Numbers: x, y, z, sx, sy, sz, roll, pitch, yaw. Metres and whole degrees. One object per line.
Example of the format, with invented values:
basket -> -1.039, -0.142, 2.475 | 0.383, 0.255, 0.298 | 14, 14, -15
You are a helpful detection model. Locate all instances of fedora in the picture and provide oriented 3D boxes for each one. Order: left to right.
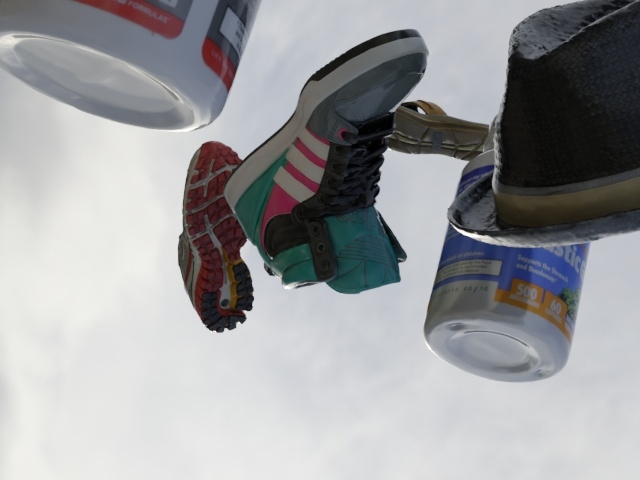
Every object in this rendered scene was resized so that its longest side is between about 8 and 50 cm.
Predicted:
fedora -> 0.235, -0.118, 1.150 | 0.334, 0.334, 0.152 | 8, -61, 62

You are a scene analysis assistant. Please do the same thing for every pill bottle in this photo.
pill bottle -> -0.124, -0.289, 1.159 | 0.210, 0.210, 0.362 | -7, -119, 60
pill bottle -> 0.206, -0.002, 1.499 | 0.152, 0.152, 0.272 | -29, -141, 53

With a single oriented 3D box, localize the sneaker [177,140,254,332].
sneaker -> -0.131, -0.009, 1.641 | 0.093, 0.088, 0.225 | 39, -48, 50

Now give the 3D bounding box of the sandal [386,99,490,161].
sandal -> 0.125, -0.136, 1.675 | 0.072, 0.180, 0.049 | 98, 3, -54

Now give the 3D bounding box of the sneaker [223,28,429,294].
sneaker -> 0.029, -0.044, 1.303 | 0.295, 0.124, 0.178 | -45, -114, 47

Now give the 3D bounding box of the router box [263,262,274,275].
router box -> 0.000, 0.000, 1.721 | 0.038, 0.123, 0.092 | -122, -139, -64
